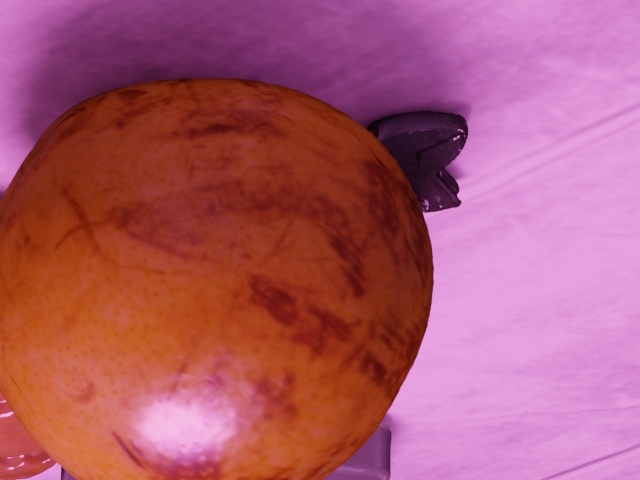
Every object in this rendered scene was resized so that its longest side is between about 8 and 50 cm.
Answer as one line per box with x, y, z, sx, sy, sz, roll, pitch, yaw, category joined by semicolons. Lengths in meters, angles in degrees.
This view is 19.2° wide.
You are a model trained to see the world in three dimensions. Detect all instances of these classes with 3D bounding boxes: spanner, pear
0.000;0.000;1.314;0.093;0.026;0.325;22;140;-28;spanner
-0.073;0.031;1.152;0.281;0.280;0.280;-1;146;0;pear

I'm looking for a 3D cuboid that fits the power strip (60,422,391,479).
-0.071;0.164;1.520;0.265;0.059;0.193;6;149;-11;power strip

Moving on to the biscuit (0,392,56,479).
-0.259;0.092;1.350;0.355;0.052;0.275;-7;139;-13;biscuit
